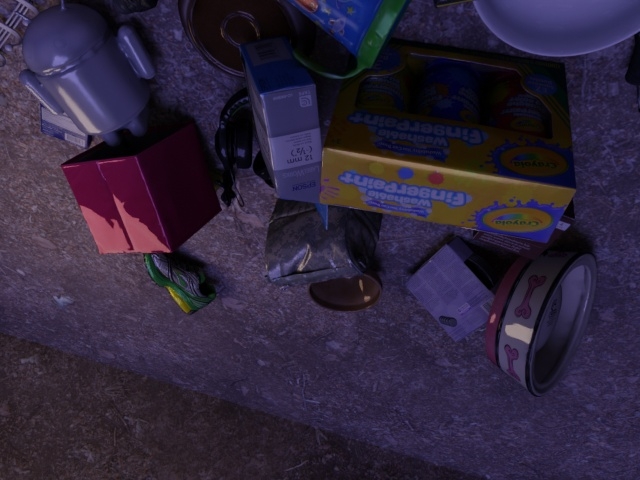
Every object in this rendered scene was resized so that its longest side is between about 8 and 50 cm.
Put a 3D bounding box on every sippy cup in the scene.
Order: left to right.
[{"bbox_3d":[0.054,-0.469,1.049,0.224,0.306,0.240,30,170,-2],"label":"sippy cup"}]

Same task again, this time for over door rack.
[{"bbox_3d":[-0.839,-0.547,1.320,0.239,0.108,0.324,-24,128,38],"label":"over door rack"}]

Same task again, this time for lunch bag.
[{"bbox_3d":[0.000,0.000,1.614,0.305,0.256,0.213,-11,136,30],"label":"lunch bag"}]

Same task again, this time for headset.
[{"bbox_3d":[-0.163,-0.239,1.490,0.243,0.185,0.394,20,130,-22],"label":"headset"}]

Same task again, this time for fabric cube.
[{"bbox_3d":[-0.457,-0.137,1.528,0.259,0.254,0.258,-2,118,25],"label":"fabric cube"}]

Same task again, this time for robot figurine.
[{"bbox_3d":[-0.534,-0.387,1.344,0.299,0.200,0.353,-21,135,6],"label":"robot figurine"}]

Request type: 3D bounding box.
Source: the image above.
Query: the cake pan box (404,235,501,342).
[{"bbox_3d":[0.405,0.146,1.729,0.246,0.070,0.267,46,141,9],"label":"cake pan box"}]

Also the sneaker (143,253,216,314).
[{"bbox_3d":[-0.492,0.105,2.042,0.146,0.134,0.344,-28,126,10],"label":"sneaker"}]

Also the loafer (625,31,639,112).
[{"bbox_3d":[0.634,-0.332,1.133,0.078,0.076,0.223,-20,135,27],"label":"loafer"}]

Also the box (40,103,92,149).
[{"bbox_3d":[-0.684,-0.352,1.572,0.136,0.037,0.225,21,143,-10],"label":"box"}]

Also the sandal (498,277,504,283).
[{"bbox_3d":[0.507,0.129,1.758,0.101,0.076,0.265,14,154,-28],"label":"sandal"}]

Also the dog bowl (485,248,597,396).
[{"bbox_3d":[0.598,0.206,1.592,0.150,0.408,0.408,21,153,40],"label":"dog bowl"}]

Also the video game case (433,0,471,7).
[{"bbox_3d":[0.264,-0.501,0.848,0.248,0.035,0.275,1,128,30],"label":"video game case"}]

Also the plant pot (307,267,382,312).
[{"bbox_3d":[0.078,0.123,1.853,0.237,0.110,0.237,2,141,2],"label":"plant pot"}]

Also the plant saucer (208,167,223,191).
[{"bbox_3d":[-0.402,-0.165,1.709,0.188,0.045,0.188,29,140,-18],"label":"plant saucer"}]

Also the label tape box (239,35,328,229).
[{"bbox_3d":[-0.076,-0.216,1.240,0.115,0.249,0.348,-13,131,-10],"label":"label tape box"}]

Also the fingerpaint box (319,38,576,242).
[{"bbox_3d":[0.250,-0.219,1.163,0.444,0.371,0.163,11,143,6],"label":"fingerpaint box"}]

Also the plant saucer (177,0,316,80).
[{"bbox_3d":[-0.164,-0.461,1.257,0.310,0.050,0.311,8,143,6],"label":"plant saucer"}]

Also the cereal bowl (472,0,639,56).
[{"bbox_3d":[0.419,-0.484,0.959,0.338,0.141,0.339,9,142,7],"label":"cereal bowl"}]

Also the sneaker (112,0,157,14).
[{"bbox_3d":[-0.386,-0.565,1.169,0.130,0.087,0.228,1,144,15],"label":"sneaker"}]

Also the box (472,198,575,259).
[{"bbox_3d":[0.474,-0.099,1.377,0.168,0.203,0.167,19,143,-5],"label":"box"}]
